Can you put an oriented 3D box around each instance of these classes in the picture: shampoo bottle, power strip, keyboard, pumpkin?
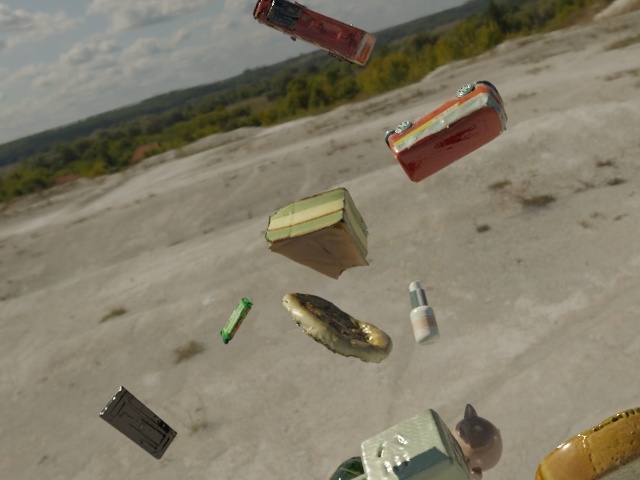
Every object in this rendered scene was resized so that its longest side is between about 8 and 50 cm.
[{"bbox_3d":[0.302,0.216,2.091,0.074,0.191,0.074,-10,-24,-5],"label":"shampoo bottle"},{"bbox_3d":[0.152,0.436,1.279,0.224,0.139,0.140,-30,31,8],"label":"power strip"},{"bbox_3d":[-0.318,0.326,1.233,0.013,0.204,0.061,19,63,33],"label":"keyboard"},{"bbox_3d":[0.070,0.529,1.456,0.125,0.167,0.167,18,30,23],"label":"pumpkin"}]

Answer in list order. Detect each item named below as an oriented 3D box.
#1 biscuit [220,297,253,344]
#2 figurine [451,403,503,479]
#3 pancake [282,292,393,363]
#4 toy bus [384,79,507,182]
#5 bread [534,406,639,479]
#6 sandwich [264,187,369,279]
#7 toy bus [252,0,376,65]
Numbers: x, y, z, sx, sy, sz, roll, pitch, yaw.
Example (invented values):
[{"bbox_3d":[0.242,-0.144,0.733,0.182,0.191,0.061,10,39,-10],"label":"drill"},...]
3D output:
[{"bbox_3d":[-0.152,0.143,1.266,0.089,0.016,0.046,-59,26,5],"label":"biscuit"},{"bbox_3d":[0.343,0.449,1.546,0.125,0.125,0.138,-6,45,38],"label":"figurine"},{"bbox_3d":[0.036,0.188,1.534,0.283,0.048,0.282,25,7,-3],"label":"pancake"},{"bbox_3d":[0.281,-0.235,1.525,0.265,0.121,0.119,-29,29,16],"label":"toy bus"},{"bbox_3d":[0.417,0.327,0.989,0.236,0.236,0.070,-19,45,-7],"label":"bread"},{"bbox_3d":[0.000,0.000,1.878,0.228,0.198,0.155,-15,40,20],"label":"sandwich"},{"bbox_3d":[-0.014,-0.394,1.288,0.235,0.073,0.096,27,10,15],"label":"toy bus"}]
